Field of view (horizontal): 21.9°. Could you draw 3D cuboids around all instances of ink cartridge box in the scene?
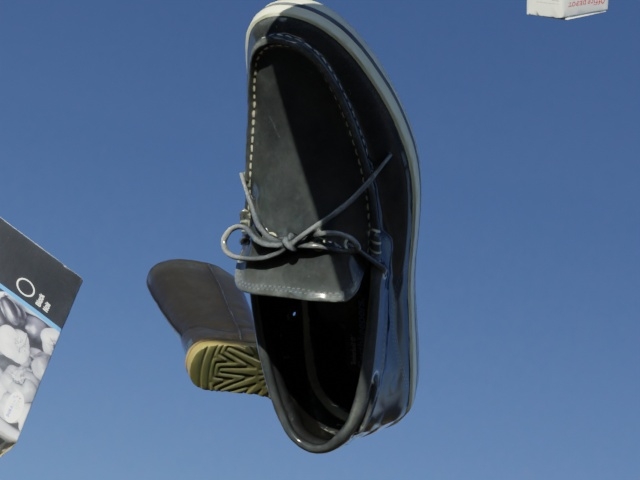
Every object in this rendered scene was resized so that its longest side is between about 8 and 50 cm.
[{"bbox_3d":[0.264,-0.301,1.760,0.052,0.088,0.122,12,-71,42],"label":"ink cartridge box"},{"bbox_3d":[-0.311,0.046,1.362,0.208,0.206,0.045,36,-53,-18],"label":"ink cartridge box"}]

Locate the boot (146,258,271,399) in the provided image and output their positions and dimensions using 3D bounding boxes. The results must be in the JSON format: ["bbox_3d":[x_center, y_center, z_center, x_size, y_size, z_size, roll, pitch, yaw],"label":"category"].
[{"bbox_3d":[-0.093,0.112,2.163,0.236,0.089,0.269,14,17,-20],"label":"boot"}]

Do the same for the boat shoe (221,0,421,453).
[{"bbox_3d":[0.000,0.000,1.708,0.187,0.156,0.500,9,-61,31],"label":"boat shoe"}]
